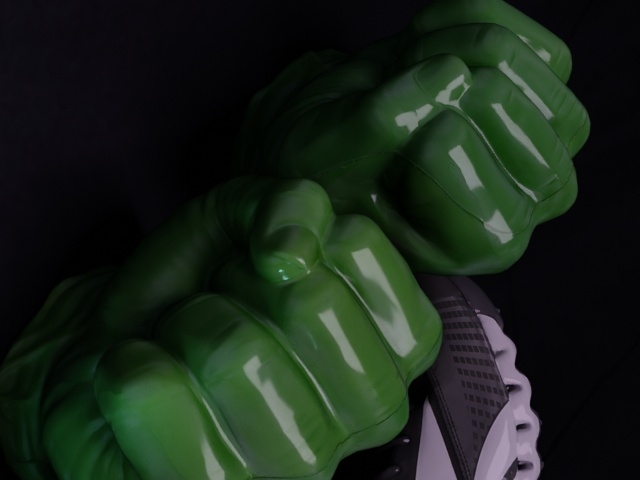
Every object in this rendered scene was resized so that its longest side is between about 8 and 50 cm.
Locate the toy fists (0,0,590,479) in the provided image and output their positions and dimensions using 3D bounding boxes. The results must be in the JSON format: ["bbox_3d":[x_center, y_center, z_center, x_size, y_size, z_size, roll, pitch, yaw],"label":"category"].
[{"bbox_3d":[0.000,0.000,0.714,0.279,0.142,0.096,-47,124,-37],"label":"toy fists"}]

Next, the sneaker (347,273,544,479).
[{"bbox_3d":[0.037,0.124,0.804,0.106,0.078,0.234,2,82,-34],"label":"sneaker"}]
